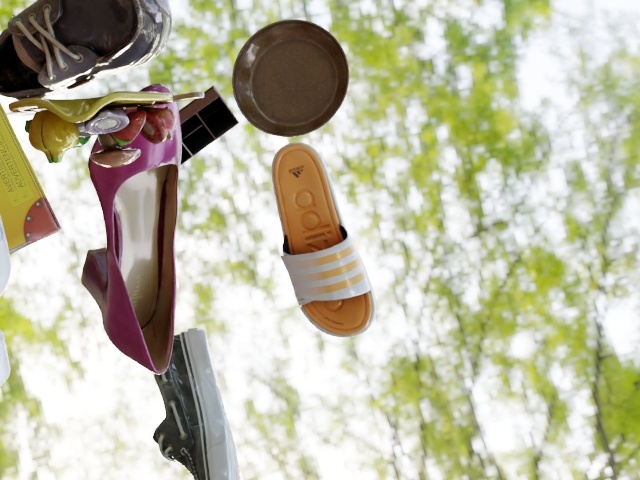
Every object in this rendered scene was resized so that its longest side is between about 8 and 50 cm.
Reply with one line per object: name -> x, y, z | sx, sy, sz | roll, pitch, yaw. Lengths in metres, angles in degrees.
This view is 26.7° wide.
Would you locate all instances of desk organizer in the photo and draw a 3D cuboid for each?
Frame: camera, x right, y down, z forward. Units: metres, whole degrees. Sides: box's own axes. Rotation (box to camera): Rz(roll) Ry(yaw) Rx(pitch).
desk organizer -> -0.186, -0.159, 1.944 | 0.050, 0.130, 0.047 | 54, 0, 37

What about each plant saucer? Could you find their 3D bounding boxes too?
plant saucer -> -0.047, -0.265, 2.230 | 0.036, 0.199, 0.198 | 30, 41, -76

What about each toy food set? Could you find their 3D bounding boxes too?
toy food set -> -0.211, -0.109, 1.346 | 0.128, 0.218, 0.071 | -3, -87, 32

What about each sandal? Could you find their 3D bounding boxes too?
sandal -> -0.010, 0.003, 1.734 | 0.076, 0.102, 0.265 | -16, 87, -81

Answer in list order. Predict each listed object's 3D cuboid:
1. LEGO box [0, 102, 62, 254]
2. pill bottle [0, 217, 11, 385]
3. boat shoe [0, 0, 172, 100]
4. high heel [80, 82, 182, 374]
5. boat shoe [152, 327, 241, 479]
LEGO box -> -0.677, -0.150, 2.015 | 0.193, 0.372, 0.500 | -6, -70, 62
pill bottle -> -0.437, -0.038, 1.324 | 0.229, 0.229, 0.407 | 18, -58, 59
boat shoe -> -0.292, -0.232, 1.585 | 0.132, 0.130, 0.355 | 58, -33, -6
high heel -> -0.203, -0.010, 1.678 | 0.181, 0.127, 0.377 | 49, -38, 29
boat shoe -> -0.203, 0.302, 2.118 | 0.121, 0.119, 0.335 | 78, -3, -60
